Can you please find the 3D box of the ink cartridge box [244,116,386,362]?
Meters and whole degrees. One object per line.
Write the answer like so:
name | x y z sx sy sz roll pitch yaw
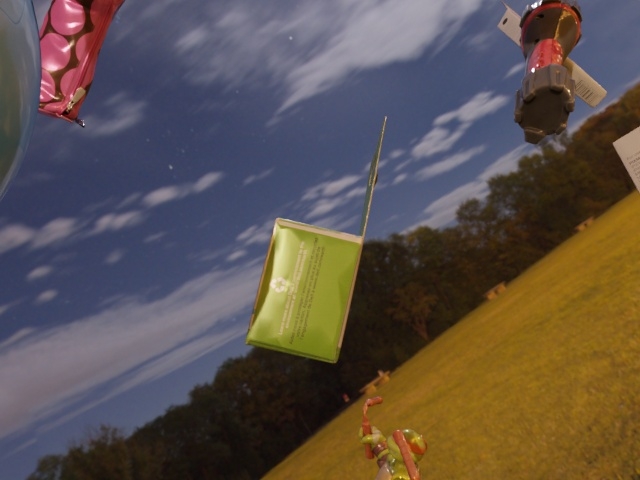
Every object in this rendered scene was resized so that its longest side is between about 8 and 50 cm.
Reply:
ink cartridge box | 0.000 0.000 0.678 0.096 0.256 0.189 12 -8 3

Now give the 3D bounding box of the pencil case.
pencil case | -0.347 -0.273 0.833 0.095 0.098 0.210 14 -79 -48

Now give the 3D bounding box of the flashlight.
flashlight | 0.350 -0.278 0.902 0.103 0.103 0.304 -23 28 36

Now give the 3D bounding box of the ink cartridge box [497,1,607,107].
ink cartridge box | 0.451 -0.374 1.178 0.045 0.206 0.208 -49 27 29

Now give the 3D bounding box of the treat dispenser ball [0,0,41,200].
treat dispenser ball | -0.289 -0.096 0.275 0.288 0.288 0.288 -32 -11 -7

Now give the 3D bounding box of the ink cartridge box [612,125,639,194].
ink cartridge box | 0.247 -0.008 0.354 0.099 0.135 0.056 17 -40 -38

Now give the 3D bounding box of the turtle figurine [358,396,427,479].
turtle figurine | 0.071 0.292 0.651 0.269 0.087 0.218 -137 66 -84
